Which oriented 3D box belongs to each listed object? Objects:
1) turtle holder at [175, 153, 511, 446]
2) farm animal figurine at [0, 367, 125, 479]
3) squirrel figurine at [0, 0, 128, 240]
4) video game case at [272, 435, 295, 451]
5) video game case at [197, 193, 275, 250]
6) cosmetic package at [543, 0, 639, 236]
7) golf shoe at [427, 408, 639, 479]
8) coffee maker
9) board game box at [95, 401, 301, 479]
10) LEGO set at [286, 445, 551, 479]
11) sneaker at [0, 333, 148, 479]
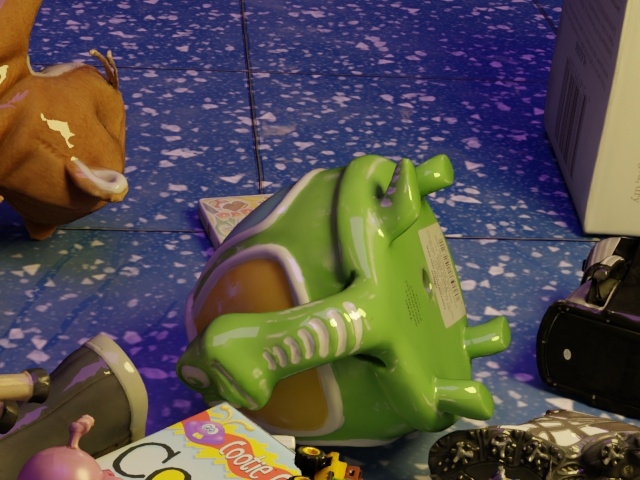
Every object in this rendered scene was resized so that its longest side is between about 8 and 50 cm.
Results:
[{"bbox_3d":[0.011,0.076,1.149,0.227,0.243,0.320,-16,31,19],"label":"turtle holder"},{"bbox_3d":[-0.209,0.234,0.638,0.172,0.326,0.330,12,34,-42],"label":"farm animal figurine"},{"bbox_3d":[-0.375,-0.109,1.355,0.281,0.370,0.397,-20,36,44],"label":"squirrel figurine"},{"bbox_3d":[-0.067,0.174,1.070,0.087,0.122,0.011,2,61,-5],"label":"video game case"},{"bbox_3d":[0.000,0.000,1.505,0.227,0.026,0.206,-5,28,-17],"label":"video game case"},{"bbox_3d":[0.499,-0.205,1.651,0.394,0.327,0.329,4,27,-3],"label":"cosmetic package"},{"bbox_3d":[0.181,0.180,1.151,0.198,0.077,0.094,4,11,-7],"label":"golf shoe"},{"bbox_3d":[0.307,0.084,1.318,0.171,0.120,0.178,36,36,9],"label":"coffee maker"},{"bbox_3d":[-0.125,0.238,0.896,0.275,0.144,0.142,-21,37,-38],"label":"board game box"},{"bbox_3d":[0.058,0.280,0.698,0.192,0.331,0.255,8,7,4],"label":"LEGO set"},{"bbox_3d":[-0.187,0.161,0.983,0.118,0.222,0.083,-31,58,-26],"label":"sneaker"}]
